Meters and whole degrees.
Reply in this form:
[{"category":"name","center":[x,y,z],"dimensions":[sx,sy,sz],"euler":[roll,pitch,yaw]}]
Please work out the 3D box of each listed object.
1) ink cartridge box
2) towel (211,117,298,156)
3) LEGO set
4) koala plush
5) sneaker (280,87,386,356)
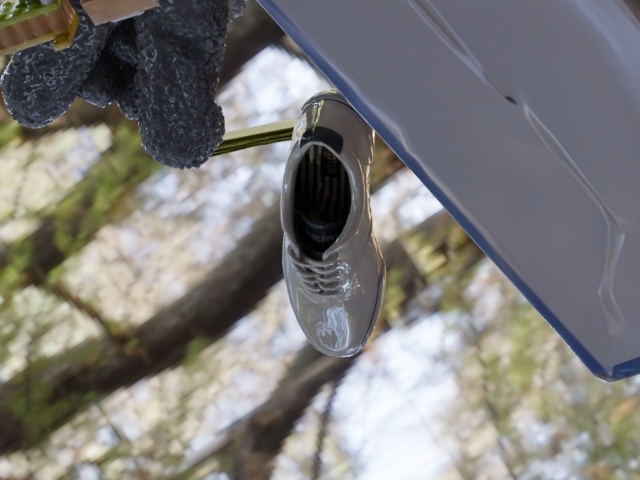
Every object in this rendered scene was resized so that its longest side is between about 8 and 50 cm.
[{"category":"ink cartridge box","center":[0.165,-0.177,0.745],"dimensions":[0.270,0.151,0.395],"euler":[48,-125,-16]},{"category":"towel","center":[-0.055,-0.111,1.852],"dimensions":[0.237,0.102,0.021],"euler":[-13,-81,-30]},{"category":"LEGO set","center":[-0.249,-0.177,1.174],"dimensions":[0.132,0.287,0.107],"euler":[-46,-55,-38]},{"category":"koala plush","center":[-0.150,-0.201,1.526],"dimensions":[0.196,0.203,0.221],"euler":[17,-159,-1]},{"category":"sneaker","center":[0.000,0.000,1.491],"dimensions":[0.091,0.094,0.258],"euler":[-57,-31,-54]}]
